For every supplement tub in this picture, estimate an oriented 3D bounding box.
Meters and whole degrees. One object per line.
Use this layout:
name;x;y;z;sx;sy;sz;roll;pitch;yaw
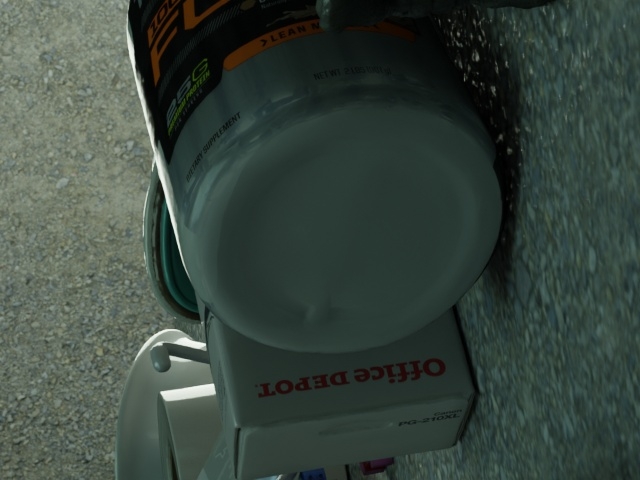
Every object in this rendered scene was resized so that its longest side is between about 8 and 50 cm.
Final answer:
supplement tub;-0.016;-0.101;1.254;0.338;0.207;0.207;-110;16;-50

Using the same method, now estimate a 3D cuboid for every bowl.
bowl;-0.119;0.251;2.192;0.298;0.134;0.297;-1;-90;-71

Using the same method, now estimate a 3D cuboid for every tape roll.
tape roll;-0.070;0.265;1.963;0.246;0.169;0.246;172;90;-81

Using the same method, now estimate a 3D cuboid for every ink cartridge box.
ink cartridge box;-0.001;0.043;1.376;0.100;0.172;0.237;98;162;-58

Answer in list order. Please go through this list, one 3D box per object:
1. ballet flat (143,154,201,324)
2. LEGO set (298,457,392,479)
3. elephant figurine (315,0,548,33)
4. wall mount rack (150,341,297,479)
ballet flat;-0.069;-0.131;1.536;0.139;0.139;0.400;-171;92;-80
LEGO set;0.033;0.252;1.602;0.093;0.087;0.227;101;158;-63
elephant figurine;0.056;-0.183;1.032;0.169;0.186;0.239;17;138;32
wall mount rack;-0.112;0.262;1.691;0.350;0.130;0.304;-63;33;20
